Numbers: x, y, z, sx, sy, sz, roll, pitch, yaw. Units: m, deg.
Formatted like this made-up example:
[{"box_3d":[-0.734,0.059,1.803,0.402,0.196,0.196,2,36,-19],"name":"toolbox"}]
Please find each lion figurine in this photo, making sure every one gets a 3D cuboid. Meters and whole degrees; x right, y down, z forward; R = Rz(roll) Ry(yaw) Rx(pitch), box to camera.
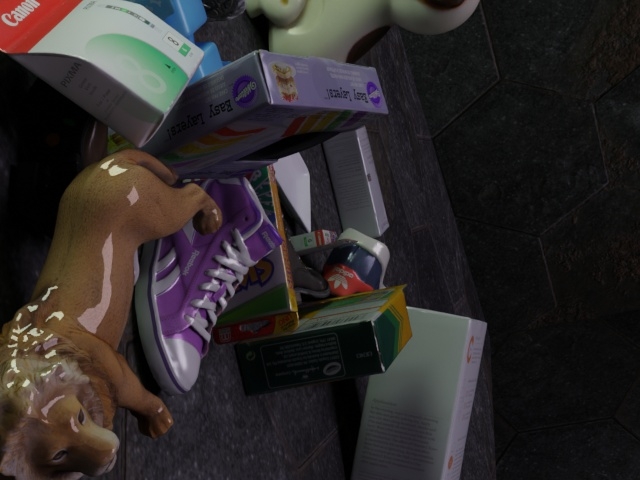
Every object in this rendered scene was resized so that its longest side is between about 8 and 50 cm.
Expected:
[{"box_3d":[-0.202,0.046,0.982,0.240,0.142,0.392,60,29,-58],"name":"lion figurine"}]

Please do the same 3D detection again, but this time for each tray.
[{"box_3d":[-0.073,-0.136,1.891,0.270,0.030,0.145,59,23,-51],"name":"tray"}]

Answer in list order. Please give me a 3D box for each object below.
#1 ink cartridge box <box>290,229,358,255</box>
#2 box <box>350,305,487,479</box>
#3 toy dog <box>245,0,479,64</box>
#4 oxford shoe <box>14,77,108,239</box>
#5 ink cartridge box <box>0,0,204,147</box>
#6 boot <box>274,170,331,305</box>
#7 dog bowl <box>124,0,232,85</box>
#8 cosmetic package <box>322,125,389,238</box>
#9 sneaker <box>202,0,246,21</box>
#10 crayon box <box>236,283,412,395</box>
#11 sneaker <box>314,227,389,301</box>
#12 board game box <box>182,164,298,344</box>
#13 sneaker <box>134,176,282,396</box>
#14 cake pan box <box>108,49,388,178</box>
[{"box_3d":[0.000,0.000,1.876,0.063,0.115,0.029,10,68,-67],"name":"ink cartridge box"},{"box_3d":[0.184,0.300,2.025,0.215,0.168,0.345,21,80,-73],"name":"box"},{"box_3d":[0.083,-0.449,1.984,0.284,0.408,0.395,23,56,-72],"name":"toy dog"},{"box_3d":[-0.250,-0.098,1.108,0.096,0.083,0.227,68,25,-59],"name":"oxford shoe"},{"box_3d":[-0.230,-0.203,1.064,0.225,0.056,0.181,37,27,-13],"name":"ink cartridge box"},{"box_3d":[-0.066,-0.012,1.699,0.263,0.091,0.229,-11,90,-74],"name":"boot"},{"box_3d":[-0.187,-0.262,1.475,0.166,0.074,0.297,-69,145,-64],"name":"dog bowl"},{"box_3d":[0.076,-0.120,2.342,0.117,0.085,0.231,-43,119,-73],"name":"cosmetic package"},{"box_3d":[-0.175,-0.412,1.618,0.232,0.090,0.115,51,27,-62],"name":"sneaker"},{"box_3d":[0.021,0.146,1.670,0.323,0.203,0.083,-28,106,-75],"name":"crayon box"},{"box_3d":[0.051,0.120,2.025,0.148,0.131,0.350,-58,158,-23],"name":"sneaker"},{"box_3d":[-0.108,0.001,1.456,0.039,0.124,0.259,12,67,-73],"name":"board game box"},{"box_3d":[-0.125,0.040,1.293,0.102,0.161,0.282,59,25,-56],"name":"sneaker"},{"box_3d":[-0.084,-0.139,1.287,0.267,0.246,0.070,-6,80,-59],"name":"cake pan box"}]
